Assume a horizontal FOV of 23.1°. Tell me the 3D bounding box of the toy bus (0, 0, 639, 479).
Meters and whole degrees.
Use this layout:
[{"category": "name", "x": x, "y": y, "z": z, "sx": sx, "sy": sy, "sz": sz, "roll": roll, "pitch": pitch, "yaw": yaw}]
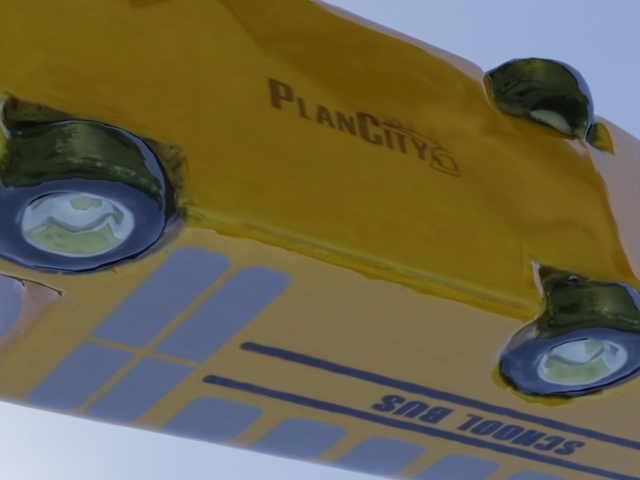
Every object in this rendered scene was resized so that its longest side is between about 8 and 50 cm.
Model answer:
[{"category": "toy bus", "x": 0.000, "y": 0.000, "z": 0.505, "sx": 0.332, "sy": 0.130, "sz": 0.108, "roll": 16, "pitch": -131, "yaw": -33}]
